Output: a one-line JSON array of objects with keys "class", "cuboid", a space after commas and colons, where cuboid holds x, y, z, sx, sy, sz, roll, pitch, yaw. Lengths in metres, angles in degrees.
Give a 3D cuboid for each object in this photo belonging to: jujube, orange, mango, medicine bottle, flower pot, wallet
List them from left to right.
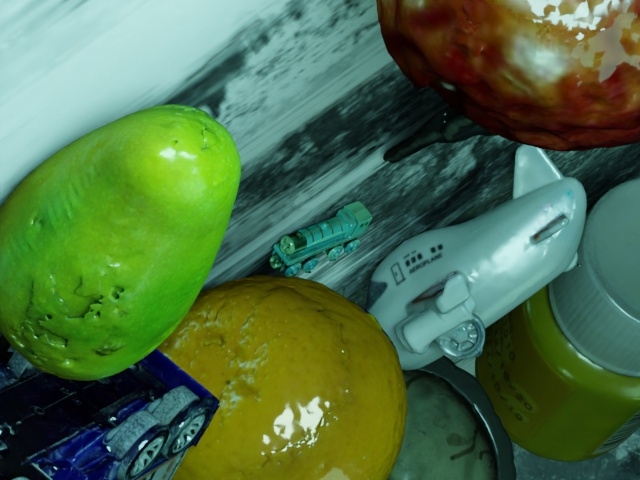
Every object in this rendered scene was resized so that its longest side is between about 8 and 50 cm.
[{"class": "mango", "cuboid": [-0.118, 0.001, 0.947, 0.125, 0.111, 0.233, -32, 168, -35]}, {"class": "orange", "cuboid": [-0.041, 0.131, 1.301, 0.219, 0.219, 0.193, -30, 147, -18]}, {"class": "flower pot", "cuboid": [0.038, 0.271, 1.861, 0.266, 0.267, 0.267, -24, 172, -34]}, {"class": "jujube", "cuboid": [0.126, -0.141, 0.883, 0.197, 0.197, 0.290, -38, -177, 13]}, {"class": "wallet", "cuboid": [0.187, -0.132, 1.176, 0.247, 0.041, 0.323, -29, -175, -14]}, {"class": "medicine bottle", "cuboid": [0.326, 0.093, 1.937, 0.224, 0.224, 0.384, -29, 164, -22]}]

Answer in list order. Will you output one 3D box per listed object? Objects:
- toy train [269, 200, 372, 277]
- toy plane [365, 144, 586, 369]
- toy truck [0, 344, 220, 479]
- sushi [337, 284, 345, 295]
[{"class": "toy train", "cuboid": [0.000, 0.000, 1.348, 0.092, 0.029, 0.045, -21, 152, -37]}, {"class": "toy plane", "cuboid": [0.137, 0.025, 1.544, 0.252, 0.118, 0.252, -40, -177, 2]}, {"class": "toy truck", "cuboid": [-0.196, 0.155, 1.113, 0.268, 0.124, 0.155, -26, 149, -58]}, {"class": "sushi", "cuboid": [-0.063, 0.173, 1.532, 0.279, 0.043, 0.192, -43, -163, 19]}]
